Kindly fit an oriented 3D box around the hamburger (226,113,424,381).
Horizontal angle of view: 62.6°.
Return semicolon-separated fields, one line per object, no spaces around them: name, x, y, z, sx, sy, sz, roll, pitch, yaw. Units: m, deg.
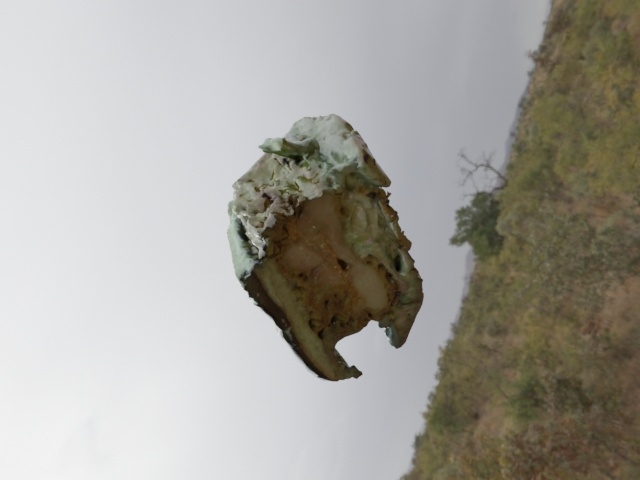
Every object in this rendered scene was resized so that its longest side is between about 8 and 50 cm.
hamburger;0.000;0.000;0.570;0.288;0.168;0.192;63;-178;-41
